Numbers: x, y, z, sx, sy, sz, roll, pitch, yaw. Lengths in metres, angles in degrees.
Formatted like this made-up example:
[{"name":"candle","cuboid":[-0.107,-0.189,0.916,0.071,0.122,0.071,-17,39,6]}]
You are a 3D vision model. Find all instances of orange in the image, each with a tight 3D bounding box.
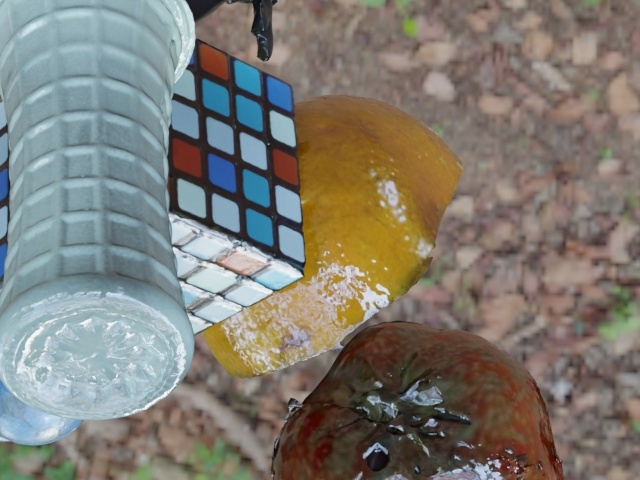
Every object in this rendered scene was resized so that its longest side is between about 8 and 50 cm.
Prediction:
[{"name":"orange","cuboid":[0.001,-0.002,1.501,0.274,0.310,0.274,0,149,0]}]

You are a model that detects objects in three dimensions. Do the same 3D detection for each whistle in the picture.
[{"name":"whistle","cuboid":[-0.196,0.086,1.051,0.090,0.090,0.158,-10,154,22]}]

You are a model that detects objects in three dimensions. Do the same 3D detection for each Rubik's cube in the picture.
[{"name":"Rubik's cube","cuboid":[-0.139,-0.043,1.283,0.184,0.182,0.187,-29,143,35]}]

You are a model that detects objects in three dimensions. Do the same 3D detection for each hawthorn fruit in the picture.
[{"name":"hawthorn fruit","cuboid":[0.074,0.156,0.995,0.181,0.181,0.235,-8,149,19]}]

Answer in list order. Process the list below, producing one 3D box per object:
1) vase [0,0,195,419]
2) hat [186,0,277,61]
[{"name":"vase","cuboid":[-0.140,-0.035,1.001,0.143,0.299,0.143,-4,135,-4]},{"name":"hat","cuboid":[-0.146,-0.229,1.402,0.209,0.336,0.238,65,162,-10]}]
